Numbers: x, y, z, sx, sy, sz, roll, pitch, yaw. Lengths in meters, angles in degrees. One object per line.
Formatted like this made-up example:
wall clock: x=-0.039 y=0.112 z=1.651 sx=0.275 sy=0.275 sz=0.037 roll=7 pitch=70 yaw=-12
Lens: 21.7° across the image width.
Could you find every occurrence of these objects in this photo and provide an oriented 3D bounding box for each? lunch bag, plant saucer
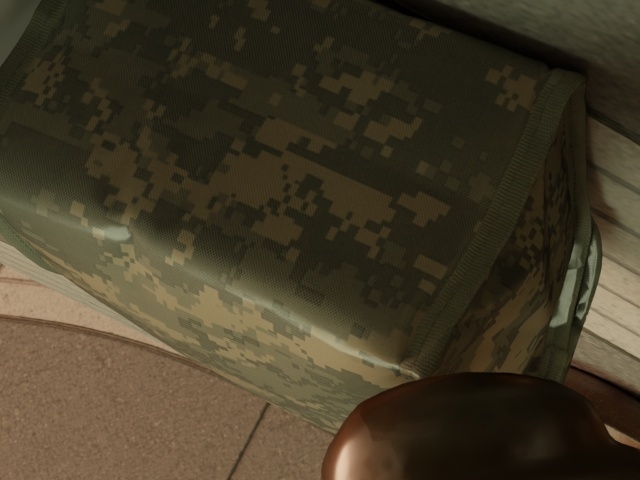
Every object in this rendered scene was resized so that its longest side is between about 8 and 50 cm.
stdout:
lunch bag: x=0.000 y=0.000 z=0.794 sx=0.235 sy=0.169 sz=0.287 roll=23 pitch=164 yaw=18
plant saucer: x=0.204 y=0.134 z=1.285 sx=0.199 sy=0.036 sz=0.198 roll=26 pitch=170 yaw=5

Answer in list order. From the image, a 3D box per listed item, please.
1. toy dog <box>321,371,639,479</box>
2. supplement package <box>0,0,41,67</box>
toy dog: x=0.148 y=0.170 z=0.673 sx=0.395 sy=0.284 sz=0.408 roll=24 pitch=-174 yaw=38
supplement package: x=-0.236 y=-0.108 z=0.779 sx=0.175 sy=0.177 sz=0.293 roll=39 pitch=168 yaw=-2
